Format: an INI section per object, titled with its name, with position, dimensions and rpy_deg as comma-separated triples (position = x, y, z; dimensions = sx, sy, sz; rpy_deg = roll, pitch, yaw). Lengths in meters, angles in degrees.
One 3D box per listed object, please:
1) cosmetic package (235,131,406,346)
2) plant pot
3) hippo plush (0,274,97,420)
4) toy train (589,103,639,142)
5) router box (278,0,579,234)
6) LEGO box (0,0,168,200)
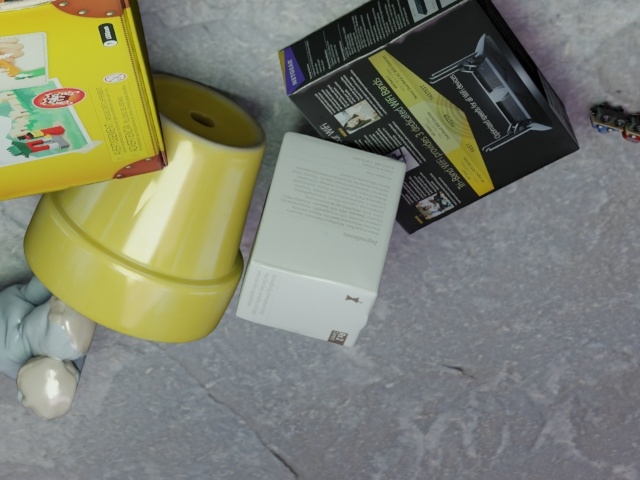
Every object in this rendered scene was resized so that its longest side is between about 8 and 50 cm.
[cosmetic package]
position = 0.000, 0.000, 2.043
dimensions = 0.151, 0.183, 0.151
rpy_deg = 15, 151, -2
[plant pot]
position = -0.182, -0.049, 2.008
dimensions = 0.254, 0.254, 0.239
rpy_deg = 16, 116, -28
[hippo plush]
position = -0.394, 0.081, 2.157
dimensions = 0.237, 0.234, 0.294
rpy_deg = 17, 176, -7
[toy train]
position = 0.400, -0.140, 2.199
dimensions = 0.158, 0.027, 0.036
rpy_deg = 14, 143, -28
[router box]
position = 0.133, -0.164, 2.063
dimensions = 0.243, 0.081, 0.309
rpy_deg = -27, 137, 16
[LEGO box]
position = -0.359, -0.195, 1.657
dimensions = 0.373, 0.193, 0.500
rpy_deg = -10, 165, -4
